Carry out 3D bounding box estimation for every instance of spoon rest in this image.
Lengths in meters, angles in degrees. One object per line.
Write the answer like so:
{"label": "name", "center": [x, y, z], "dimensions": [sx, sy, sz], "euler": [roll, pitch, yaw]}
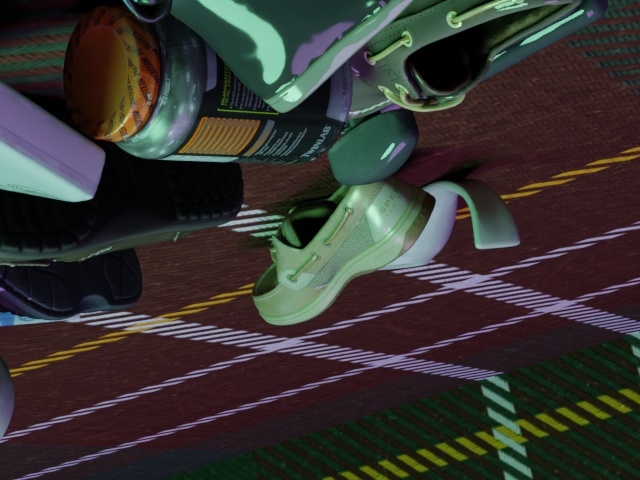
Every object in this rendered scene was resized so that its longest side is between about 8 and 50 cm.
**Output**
{"label": "spoon rest", "center": [0.116, -0.018, 1.893], "dimensions": [0.137, 0.084, 0.276], "euler": [-4, 176, -30]}

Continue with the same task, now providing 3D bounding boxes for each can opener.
{"label": "can opener", "center": [0.112, -0.126, 1.396], "dimensions": [0.076, 0.095, 0.283], "euler": [1, 160, -46]}

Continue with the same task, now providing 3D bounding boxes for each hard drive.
{"label": "hard drive", "center": [-0.301, -0.098, 1.044], "dimensions": [0.233, 0.047, 0.353], "euler": [10, 172, 15]}

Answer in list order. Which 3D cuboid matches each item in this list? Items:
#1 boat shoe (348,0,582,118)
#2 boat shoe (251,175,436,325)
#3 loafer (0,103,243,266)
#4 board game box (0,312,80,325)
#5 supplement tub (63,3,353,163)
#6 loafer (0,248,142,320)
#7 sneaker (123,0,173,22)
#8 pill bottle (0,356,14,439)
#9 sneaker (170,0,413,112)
{"label": "boat shoe", "center": [0.081, -0.153, 1.263], "dimensions": [0.117, 0.096, 0.324], "euler": [-5, 163, -32]}
{"label": "boat shoe", "center": [0.000, 0.000, 1.800], "dimensions": [0.098, 0.109, 0.302], "euler": [35, 147, -15]}
{"label": "loafer", "center": [-0.225, -0.029, 1.376], "dimensions": [0.366, 0.133, 0.130], "euler": [2, 159, -46]}
{"label": "board game box", "center": [-0.309, 0.064, 1.792], "dimensions": [0.090, 0.020, 0.090], "euler": [-5, -161, -31]}
{"label": "supplement tub", "center": [-0.080, -0.114, 1.224], "dimensions": [0.190, 0.117, 0.117], "euler": [1, 160, -42]}
{"label": "loafer", "center": [-0.276, 0.033, 1.639], "dimensions": [0.095, 0.109, 0.302], "euler": [-14, 169, 20]}
{"label": "sneaker", "center": [-0.099, -0.181, 1.035], "dimensions": [0.063, 0.073, 0.162], "euler": [-12, 166, -7]}
{"label": "pill bottle", "center": [-0.386, 0.087, 1.446], "dimensions": [0.188, 0.188, 0.334], "euler": [-15, 153, 7]}
{"label": "sneaker", "center": [0.000, -0.188, 1.095], "dimensions": [0.118, 0.083, 0.222], "euler": [36, 115, -20]}
